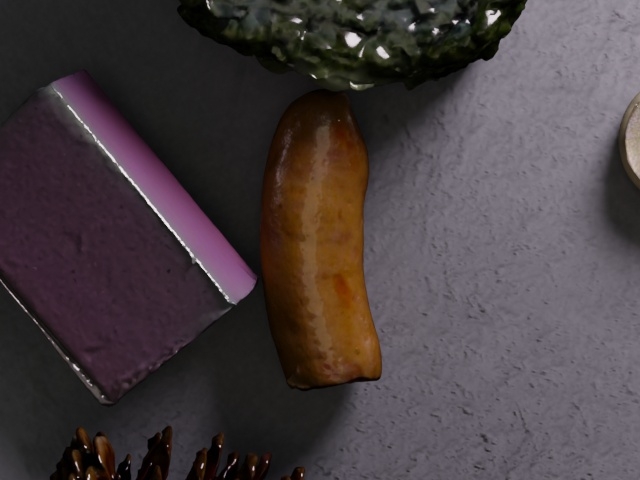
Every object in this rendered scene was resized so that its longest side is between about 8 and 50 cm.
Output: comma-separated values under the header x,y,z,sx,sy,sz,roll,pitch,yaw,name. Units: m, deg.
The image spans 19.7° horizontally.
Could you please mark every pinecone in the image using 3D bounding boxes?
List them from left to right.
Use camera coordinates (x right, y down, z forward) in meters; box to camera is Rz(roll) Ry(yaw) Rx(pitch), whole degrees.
x,y,z,sx,sy,sz,roll,pitch,yaw,name
-0.118,0.283,1.624,0.292,0.246,0.246,3,96,-6,pinecone

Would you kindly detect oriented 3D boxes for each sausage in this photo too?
x,y,z,sx,sy,sz,roll,pitch,yaw,name
0.000,0.000,1.654,0.109,0.109,0.271,-1,96,5,sausage

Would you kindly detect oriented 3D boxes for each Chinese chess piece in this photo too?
x,y,z,sx,sy,sz,roll,pitch,yaw,name
0.327,-0.089,1.642,0.122,0.051,0.122,1,94,7,Chinese chess piece

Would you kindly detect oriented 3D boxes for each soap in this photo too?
x,y,z,sx,sy,sz,roll,pitch,yaw,name
-0.204,-0.002,1.659,0.181,0.081,0.259,-40,90,25,soap

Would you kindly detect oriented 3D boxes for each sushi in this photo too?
x,y,z,sx,sy,sz,roll,pitch,yaw,name
0.025,-0.279,1.586,0.352,0.178,0.294,9,98,1,sushi
